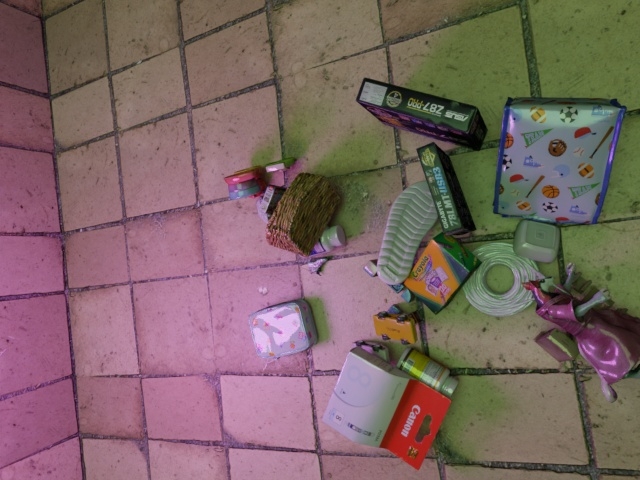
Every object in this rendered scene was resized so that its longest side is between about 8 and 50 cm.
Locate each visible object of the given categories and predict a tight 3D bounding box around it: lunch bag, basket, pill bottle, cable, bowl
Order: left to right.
[{"bbox_3d":[-0.160,0.380,1.974,0.279,0.108,0.224,-19,87,26],"label":"lunch bag"},{"bbox_3d":[-0.107,-0.120,1.818,0.223,0.213,0.299,18,72,37],"label":"basket"},{"bbox_3d":[0.000,0.000,1.895,0.186,0.112,0.112,-15,84,24],"label":"pill bottle"},{"bbox_3d":[0.389,0.490,1.705,0.215,0.117,0.117,29,102,23],"label":"pill bottle"},{"bbox_3d":[0.619,0.132,1.611,0.257,0.089,0.257,-38,74,22],"label":"cable"},{"bbox_3d":[0.718,-0.006,1.538,0.142,0.053,0.142,15,64,13],"label":"bowl"},{"bbox_3d":[0.727,-0.245,1.473,0.327,0.239,0.386,8,116,24],"label":"lunch bag"}]

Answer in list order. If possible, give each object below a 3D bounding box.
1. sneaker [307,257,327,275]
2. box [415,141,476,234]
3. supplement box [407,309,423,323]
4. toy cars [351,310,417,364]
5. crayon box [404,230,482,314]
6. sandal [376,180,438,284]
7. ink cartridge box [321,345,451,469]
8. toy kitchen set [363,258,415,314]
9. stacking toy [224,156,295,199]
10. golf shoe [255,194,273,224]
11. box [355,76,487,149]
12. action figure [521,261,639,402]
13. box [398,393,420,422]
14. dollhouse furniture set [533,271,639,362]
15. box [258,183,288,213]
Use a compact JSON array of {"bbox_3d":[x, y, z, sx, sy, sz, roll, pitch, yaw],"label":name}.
[{"bbox_3d":[-0.004,0.114,1.941,0.098,0.038,0.069,-21,83,34],"label":"sneaker"},{"bbox_3d":[0.432,-0.165,1.587,0.073,0.293,0.296,-20,82,23],"label":"box"},{"bbox_3d":[0.341,0.294,1.746,0.055,0.083,0.043,-32,76,22],"label":"supplement box"},{"bbox_3d":[0.247,0.369,1.738,0.176,0.087,0.394,54,140,24],"label":"toy cars"},{"bbox_3d":[0.418,0.115,1.628,0.165,0.081,0.278,46,145,22],"label":"crayon box"},{"bbox_3d":[0.315,-0.034,1.738,0.169,0.102,0.416,27,82,8],"label":"sandal"},{"bbox_3d":[0.224,0.608,1.673,0.385,0.091,0.308,26,104,24],"label":"ink cartridge box"},{"bbox_3d":[0.231,0.200,1.778,0.207,0.122,0.166,43,107,20],"label":"toy kitchen set"},{"bbox_3d":[-0.236,-0.241,1.935,0.279,0.309,0.130,-12,104,10],"label":"stacking toy"},{"bbox_3d":[-0.233,-0.109,2.045,0.086,0.069,0.176,-32,73,43],"label":"golf shoe"},{"bbox_3d":[0.356,-0.430,1.610,0.394,0.318,0.097,23,100,23],"label":"box"},{"bbox_3d":[0.756,0.234,1.375,0.370,0.248,0.276,31,108,17],"label":"action figure"},{"bbox_3d":[0.287,0.603,1.755,0.203,0.114,0.103,-4,90,25],"label":"box"},{"bbox_3d":[0.829,0.266,1.508,0.242,0.161,0.212,-45,71,-5],"label":"dollhouse furniture set"},{"bbox_3d":[-0.166,-0.163,1.921,0.036,0.207,0.114,28,102,23],"label":"box"}]
